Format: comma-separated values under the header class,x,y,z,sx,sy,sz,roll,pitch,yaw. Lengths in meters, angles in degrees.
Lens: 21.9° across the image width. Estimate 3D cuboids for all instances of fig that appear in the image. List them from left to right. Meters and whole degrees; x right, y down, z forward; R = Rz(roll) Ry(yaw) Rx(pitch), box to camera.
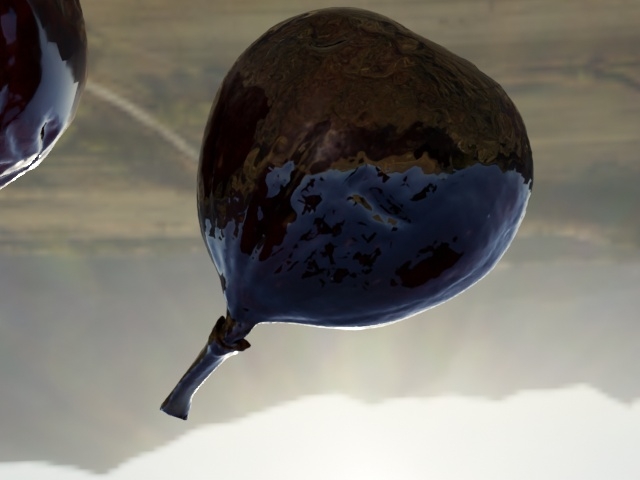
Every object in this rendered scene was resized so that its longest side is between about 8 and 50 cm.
class,x,y,z,sx,sy,sz,roll,pitch,yaw
fig,-0.002,-0.015,0.973,0.203,0.249,0.186,22,151,40

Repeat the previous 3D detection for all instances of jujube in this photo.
class,x,y,z,sx,sy,sz,roll,pitch,yaw
jujube,-0.240,-0.143,1.033,0.190,0.190,0.255,-2,137,4
